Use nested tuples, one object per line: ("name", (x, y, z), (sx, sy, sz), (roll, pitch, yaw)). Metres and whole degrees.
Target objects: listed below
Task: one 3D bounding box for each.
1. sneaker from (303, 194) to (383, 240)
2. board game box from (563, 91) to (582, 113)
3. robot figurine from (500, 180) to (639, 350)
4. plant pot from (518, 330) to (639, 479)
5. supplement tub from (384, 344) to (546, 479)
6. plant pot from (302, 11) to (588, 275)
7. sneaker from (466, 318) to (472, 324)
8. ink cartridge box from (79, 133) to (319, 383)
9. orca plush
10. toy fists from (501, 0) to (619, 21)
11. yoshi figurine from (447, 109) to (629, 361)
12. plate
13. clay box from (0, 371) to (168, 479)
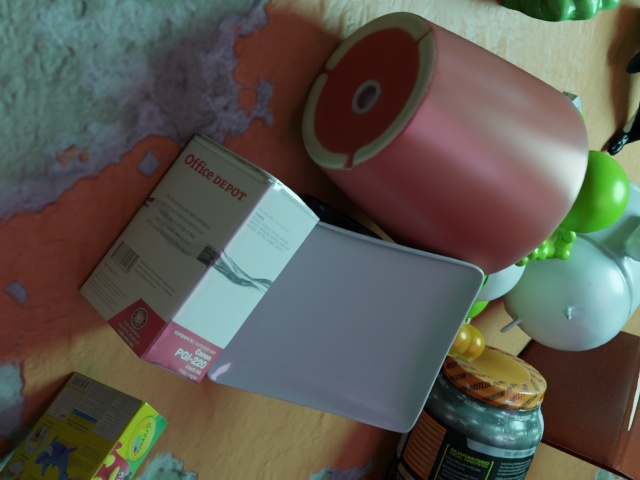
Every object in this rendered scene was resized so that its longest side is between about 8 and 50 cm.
("sneaker", (0.002, 0.001, 1.077), (0.170, 0.051, 0.089), (28, 94, -42))
("board game box", (0.352, -0.145, 1.314), (0.154, 0.026, 0.103), (-42, 135, -14))
("robot figurine", (0.416, 0.038, 1.321), (0.353, 0.199, 0.300), (-38, 177, -38))
("plant pot", (0.509, 0.286, 1.555), (0.267, 0.267, 0.235), (32, 80, -47))
("supplement tub", (0.229, 0.350, 1.366), (0.207, 0.207, 0.337), (2, 113, -42))
("plant pot", (0.129, -0.118, 0.982), (0.243, 0.275, 0.274), (28, 94, -38))
("sneaker", (0.226, 0.052, 1.267), (0.118, 0.107, 0.279), (5, 112, -51))
("ink cartridge box", (-0.129, 0.014, 0.886), (0.217, 0.159, 0.092), (-55, 135, -1))
("orca plush", (0.555, -0.229, 1.334), (0.151, 0.102, 0.287), (10, 137, -23))
("toy fists", (0.370, -0.384, 1.107), (0.279, 0.142, 0.096), (-40, 134, -18))
("yoshi figurine", (0.273, 0.000, 1.108), (0.203, 0.203, 0.362), (31, 92, -25))
("plate", (0.023, 0.097, 1.031), (0.277, 0.045, 0.278), (16, 122, -4))
("clay box", (-0.274, 0.255, 0.880), (0.222, 0.127, 0.053), (-57, 137, -24))
